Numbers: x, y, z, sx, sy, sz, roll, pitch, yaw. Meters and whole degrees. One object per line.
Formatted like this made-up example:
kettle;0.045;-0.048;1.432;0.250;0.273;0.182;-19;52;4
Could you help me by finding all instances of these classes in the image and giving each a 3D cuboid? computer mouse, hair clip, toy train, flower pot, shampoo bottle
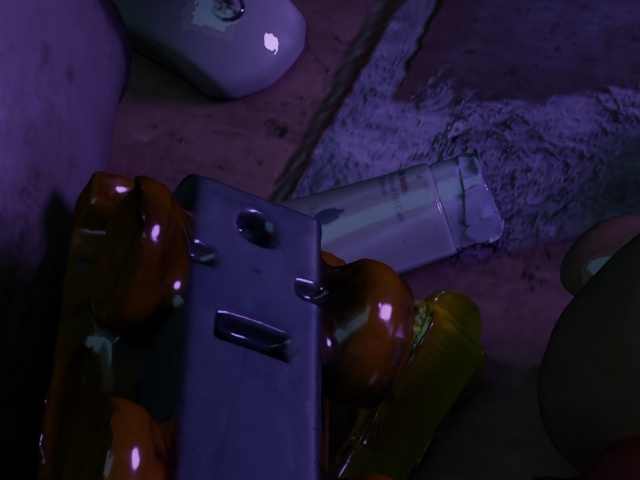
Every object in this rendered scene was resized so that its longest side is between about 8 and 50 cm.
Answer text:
computer mouse;-0.092;-0.160;1.283;0.182;0.056;0.089;28;63;32
hair clip;0.040;0.104;1.047;0.046;0.072;0.173;0;57;51
toy train;-0.072;0.134;0.958;0.163;0.231;0.369;21;41;-20
flower pot;-0.268;0.012;1.085;0.294;0.293;0.330;-4;62;15
shampoo bottle;0.000;0.000;1.141;0.212;0.049;0.072;-18;48;4

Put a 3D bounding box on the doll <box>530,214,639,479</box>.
doll;0.179;0.120;0.922;0.235;0.174;0.330;6;58;31
